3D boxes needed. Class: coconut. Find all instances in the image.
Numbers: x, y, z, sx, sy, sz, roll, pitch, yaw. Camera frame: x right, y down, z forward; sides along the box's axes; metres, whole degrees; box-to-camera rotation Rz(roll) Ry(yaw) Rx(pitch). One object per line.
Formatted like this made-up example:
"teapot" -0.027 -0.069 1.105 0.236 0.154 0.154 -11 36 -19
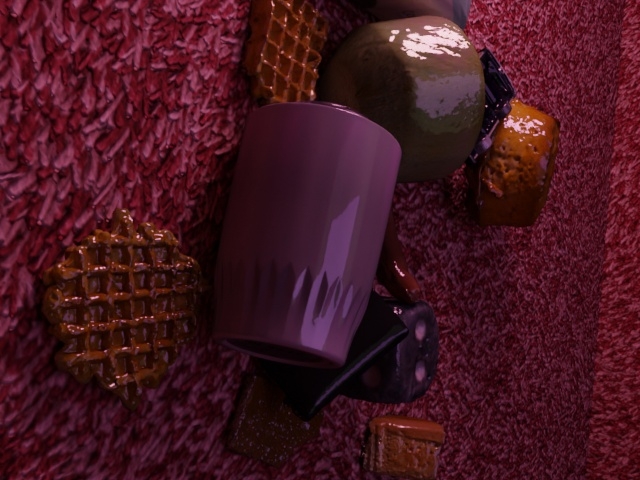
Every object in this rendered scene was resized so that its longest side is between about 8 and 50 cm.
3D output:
"coconut" 0.166 -0.262 1.404 0.328 0.281 0.328 9 66 -21

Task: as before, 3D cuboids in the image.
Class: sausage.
"sausage" 0.116 -0.014 1.426 0.078 0.078 0.304 23 45 -54

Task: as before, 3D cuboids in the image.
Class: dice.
"dice" 0.111 0.201 1.432 0.181 0.182 0.183 -4 96 -57

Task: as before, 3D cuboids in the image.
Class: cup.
"cup" -0.030 -0.008 1.150 0.253 0.253 0.372 34 64 -51

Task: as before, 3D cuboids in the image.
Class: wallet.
"wallet" 0.017 0.178 1.280 0.250 0.149 0.044 -37 168 -14

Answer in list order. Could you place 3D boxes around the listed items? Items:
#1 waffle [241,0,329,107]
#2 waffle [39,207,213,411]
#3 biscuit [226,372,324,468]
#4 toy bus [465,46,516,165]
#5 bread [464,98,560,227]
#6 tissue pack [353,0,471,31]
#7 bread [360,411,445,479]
"waffle" -0.060 -0.307 1.268 0.160 0.055 0.211 23 72 -52
"waffle" -0.256 0.089 1.004 0.243 0.058 0.238 -59 135 -34
"biscuit" -0.075 0.323 1.306 0.237 0.026 0.131 42 60 -49
"toy bus" 0.302 -0.283 1.683 0.143 0.179 0.305 51 49 -16
"bread" 0.488 -0.195 1.895 0.358 0.204 0.337 -26 122 -65
"tissue pack" 0.162 -0.573 1.449 0.356 0.193 0.266 10 89 -55
"bread" 0.162 0.446 1.633 0.160 0.169 0.140 125 -24 -78
